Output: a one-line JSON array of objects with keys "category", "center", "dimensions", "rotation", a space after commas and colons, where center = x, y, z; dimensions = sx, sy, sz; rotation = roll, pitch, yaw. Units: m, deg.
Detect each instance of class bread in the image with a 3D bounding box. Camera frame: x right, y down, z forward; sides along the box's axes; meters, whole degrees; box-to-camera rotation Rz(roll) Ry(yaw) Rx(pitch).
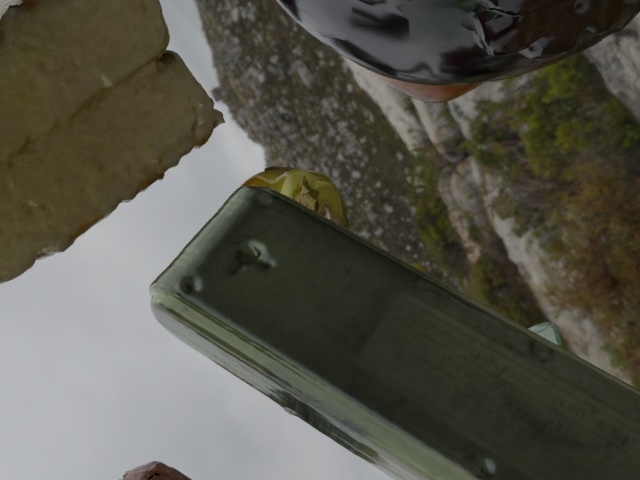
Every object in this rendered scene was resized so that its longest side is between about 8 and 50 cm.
[{"category": "bread", "center": [-0.380, -0.148, 0.862], "dimensions": [0.390, 0.371, 0.279], "rotation": [8, 137, 53]}]

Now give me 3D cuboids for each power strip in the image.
[{"category": "power strip", "center": [0.096, 0.096, 0.318], "dimensions": [0.388, 0.092, 0.066], "rotation": [30, 154, 15]}]

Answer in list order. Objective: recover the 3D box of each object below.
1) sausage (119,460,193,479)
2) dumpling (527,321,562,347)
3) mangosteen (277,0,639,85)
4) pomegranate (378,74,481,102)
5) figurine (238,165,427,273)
[{"category": "sausage", "center": [-0.207, 0.458, 1.048], "dimensions": [0.280, 0.152, 0.152], "rotation": [40, -174, -3]}, {"category": "dumpling", "center": [0.357, 0.227, 1.155], "dimensions": [0.108, 0.153, 0.219], "rotation": [50, 158, -2]}, {"category": "mangosteen", "center": [0.076, -0.237, 0.378], "dimensions": [0.311, 0.311, 0.311], "rotation": [58, -176, -7]}, {"category": "pomegranate", "center": [0.191, -0.361, 1.110], "dimensions": [0.264, 0.264, 0.264], "rotation": [58, -176, -7]}, {"category": "figurine", "center": [0.000, 0.000, 0.782], "dimensions": [0.246, 0.131, 0.156], "rotation": [46, 143, 20]}]
